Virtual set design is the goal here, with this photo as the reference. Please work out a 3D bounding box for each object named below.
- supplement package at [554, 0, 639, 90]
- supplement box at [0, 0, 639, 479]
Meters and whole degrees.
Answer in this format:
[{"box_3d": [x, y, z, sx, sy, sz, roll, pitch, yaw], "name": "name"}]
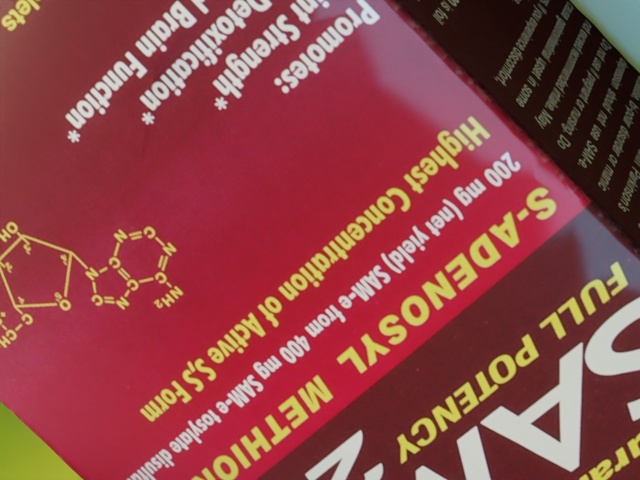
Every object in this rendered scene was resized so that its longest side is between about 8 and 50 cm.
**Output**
[{"box_3d": [0.077, -0.111, 0.447, 0.204, 0.145, 0.262, -4, 111, 19], "name": "supplement package"}, {"box_3d": [0.000, 0.000, 0.396, 0.239, 0.073, 0.130, 44, 119, -7], "name": "supplement box"}]
